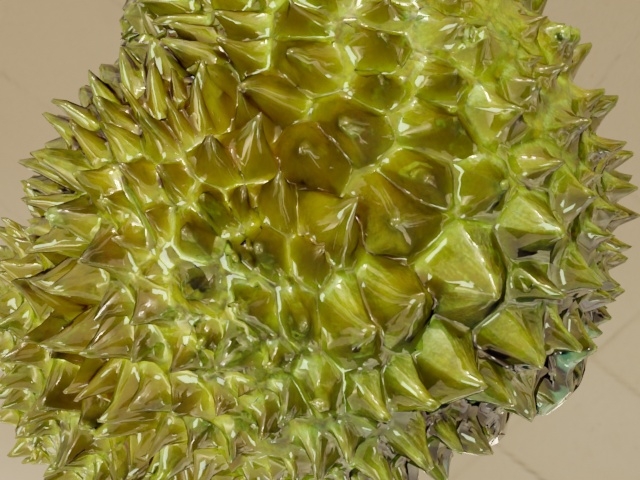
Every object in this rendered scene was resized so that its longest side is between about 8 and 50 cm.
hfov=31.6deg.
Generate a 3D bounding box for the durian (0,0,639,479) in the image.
[{"bbox_3d":[0.004,0.001,0.455,0.224,0.291,0.291,30,131,9],"label":"durian"}]
